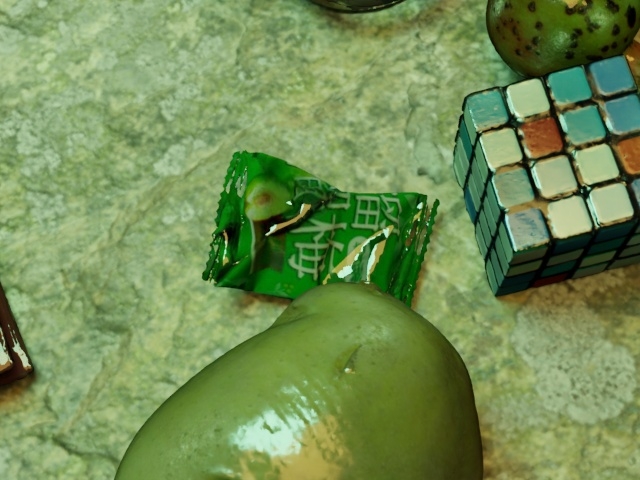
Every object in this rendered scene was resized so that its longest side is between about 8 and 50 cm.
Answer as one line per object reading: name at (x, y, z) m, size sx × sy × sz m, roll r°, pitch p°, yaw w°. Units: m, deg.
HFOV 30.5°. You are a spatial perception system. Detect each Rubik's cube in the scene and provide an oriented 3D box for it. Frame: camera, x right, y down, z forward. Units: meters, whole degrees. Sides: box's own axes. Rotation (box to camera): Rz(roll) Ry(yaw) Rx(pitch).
Rubik's cube at (0.214, -0.053, 1.061) m, size 0.151 × 0.155 × 0.154 m, roll -14°, pitch 72°, yaw -4°

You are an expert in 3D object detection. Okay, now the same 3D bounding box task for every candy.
candy at (0.000, -0.001, 1.091) m, size 0.203 × 0.078 × 0.141 m, roll 17°, pitch 84°, yaw -6°

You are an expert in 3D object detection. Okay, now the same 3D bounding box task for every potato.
potato at (-0.011, 0.193, 0.952) m, size 0.326 × 0.221 × 0.243 m, roll -37°, pitch 73°, yaw -15°

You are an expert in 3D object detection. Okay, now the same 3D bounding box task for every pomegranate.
pomegranate at (0.248, -0.208, 1.119) m, size 0.205 × 0.159 × 0.159 m, roll 41°, pitch 76°, yaw -13°

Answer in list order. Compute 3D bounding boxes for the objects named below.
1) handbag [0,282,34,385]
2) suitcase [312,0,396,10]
handbag at (-0.429, 0.054, 1.076) m, size 0.260 × 0.084 × 0.275 m, roll -25°, pitch 74°, yaw -7°
suitcase at (0.026, -0.395, 1.147) m, size 0.351 × 0.194 × 0.339 m, roll -8°, pitch 102°, yaw -4°
